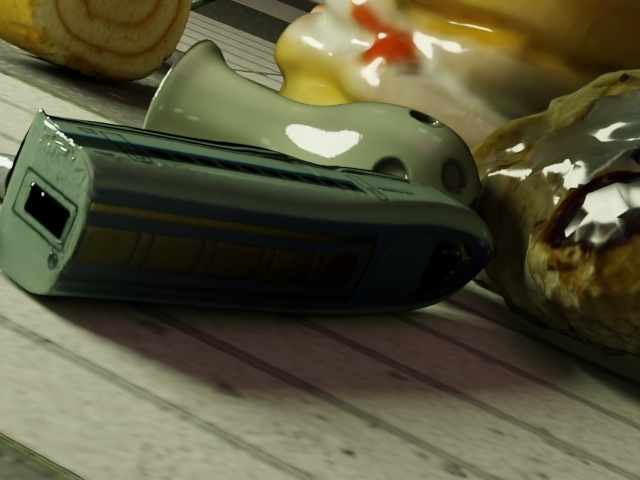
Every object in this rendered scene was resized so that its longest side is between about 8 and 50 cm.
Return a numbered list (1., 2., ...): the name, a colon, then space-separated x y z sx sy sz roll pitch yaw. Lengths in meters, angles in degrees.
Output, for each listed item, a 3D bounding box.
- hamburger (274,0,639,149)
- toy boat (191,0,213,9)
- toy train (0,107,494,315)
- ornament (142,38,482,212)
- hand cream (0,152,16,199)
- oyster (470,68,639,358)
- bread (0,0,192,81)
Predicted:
1. hamburger: 0.118 -0.126 0.856 0.276 0.237 0.276 20 14 -5
2. toy boat: -0.223 -0.208 1.006 0.210 0.070 0.291 11 8 -46
3. toy train: 0.000 0.000 0.514 0.252 0.055 0.048 6 18 -47
4. ornament: 0.000 -0.036 0.648 0.156 0.081 0.075 21 54 20
5. hand cream: -0.139 -0.032 0.541 0.093 0.019 0.030 20 11 39
6. oyster: 0.135 -0.014 0.615 0.107 0.161 0.233 49 13 -35
7. bread: -0.145 -0.166 0.864 0.073 0.122 0.149 20 0 31
